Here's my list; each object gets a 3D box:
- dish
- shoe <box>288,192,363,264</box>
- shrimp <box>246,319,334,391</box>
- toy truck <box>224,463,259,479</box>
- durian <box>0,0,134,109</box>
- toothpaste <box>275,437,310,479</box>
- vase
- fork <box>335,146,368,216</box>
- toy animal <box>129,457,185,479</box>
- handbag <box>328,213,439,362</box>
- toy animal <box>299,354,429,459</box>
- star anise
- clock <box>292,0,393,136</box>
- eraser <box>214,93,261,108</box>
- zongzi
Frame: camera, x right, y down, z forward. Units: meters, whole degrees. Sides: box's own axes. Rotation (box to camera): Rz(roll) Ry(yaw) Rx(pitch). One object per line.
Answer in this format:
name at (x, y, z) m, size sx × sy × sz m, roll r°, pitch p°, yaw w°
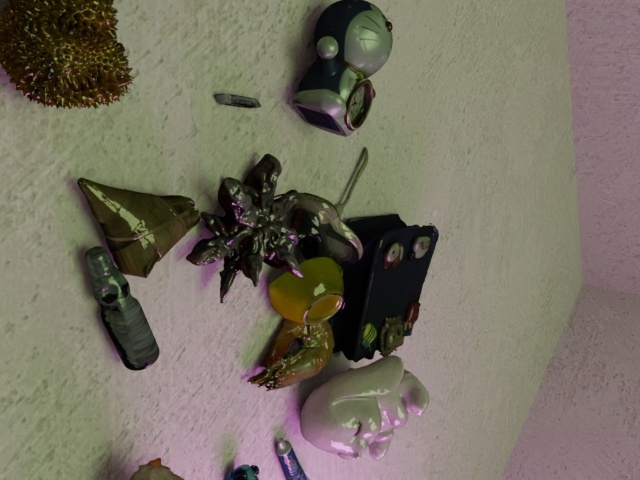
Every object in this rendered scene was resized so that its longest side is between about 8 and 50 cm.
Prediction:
dish at (-0.009, 0.111, 1.461) m, size 0.208 × 0.080 × 0.148 m, roll 3°, pitch 129°, yaw -48°
shoe at (0.000, 0.000, 1.495) m, size 0.112 × 0.099 × 0.227 m, roll -57°, pitch 139°, yaw -19°
shrimp at (-0.056, 0.225, 1.507) m, size 0.267 × 0.061 × 0.145 m, roll -26°, pitch 110°, yaw -46°
toy truck at (-0.155, 0.477, 1.434) m, size 0.056 × 0.090 × 0.073 m, roll 7°, pitch 50°, yaw -57°
durian at (-0.309, -0.238, 0.902) m, size 0.168 × 0.137 × 0.158 m, roll -11°, pitch 92°, yaw -42°
toothpaste at (-0.063, 0.486, 1.606) m, size 0.057 × 0.035 × 0.197 m, roll -38°, pitch 134°, yaw -25°
vase at (-0.295, 0.097, 1.092) m, size 0.060 × 0.060 × 0.211 m, roll -47°, pitch 135°, yaw -39°
fork at (0.064, -0.113, 1.617) m, size 0.034 × 0.029 × 0.219 m, roll 50°, pitch 54°, yaw -51°
toy animal at (-0.228, 0.503, 1.169) m, size 0.188 × 0.227 × 0.358 m, roll -71°, pitch 162°, yaw -68°
handbag at (0.146, 0.111, 1.731) m, size 0.303 × 0.122 × 0.329 m, roll -9°, pitch 109°, yaw -56°
toy animal at (0.068, 0.375, 1.633) m, size 0.265 × 0.206 × 0.271 m, roll -7°, pitch 141°, yaw -45°
star anise at (-0.114, -0.024, 1.288) m, size 0.283 × 0.129 × 0.212 m, roll -36°, pitch 112°, yaw -52°
clock at (0.044, -0.334, 1.400) m, size 0.199 × 0.147 × 0.243 m, roll 35°, pitch 75°, yaw -61°
eraser at (-0.138, -0.233, 1.257) m, size 0.099 × 0.027 × 0.019 m, roll -7°, pitch 98°, yaw -57°
zongzi at (-0.261, -0.055, 1.088) m, size 0.160 × 0.079 × 0.176 m, roll -54°, pitch 133°, yaw -43°
